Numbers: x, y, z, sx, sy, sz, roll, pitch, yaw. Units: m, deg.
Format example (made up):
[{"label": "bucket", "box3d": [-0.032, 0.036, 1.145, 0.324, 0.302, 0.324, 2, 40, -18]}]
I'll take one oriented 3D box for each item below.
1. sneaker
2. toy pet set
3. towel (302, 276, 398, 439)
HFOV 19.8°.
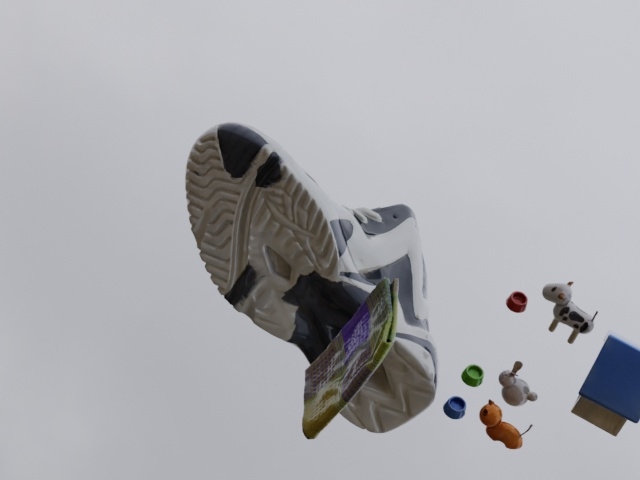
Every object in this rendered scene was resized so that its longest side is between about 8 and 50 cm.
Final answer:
[{"label": "sneaker", "box3d": [0.000, 0.000, 1.221, 0.094, 0.153, 0.235, -37, -73, 20]}, {"label": "toy pet set", "box3d": [0.159, 0.079, 1.186, 0.114, 0.122, 0.065, 28, -41, 7]}, {"label": "towel", "box3d": [0.015, 0.062, 0.966, 0.009, 0.060, 0.083, 28, -55, -17]}]
